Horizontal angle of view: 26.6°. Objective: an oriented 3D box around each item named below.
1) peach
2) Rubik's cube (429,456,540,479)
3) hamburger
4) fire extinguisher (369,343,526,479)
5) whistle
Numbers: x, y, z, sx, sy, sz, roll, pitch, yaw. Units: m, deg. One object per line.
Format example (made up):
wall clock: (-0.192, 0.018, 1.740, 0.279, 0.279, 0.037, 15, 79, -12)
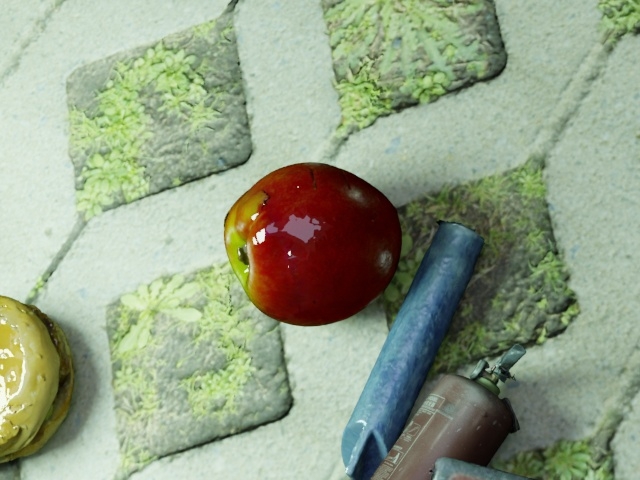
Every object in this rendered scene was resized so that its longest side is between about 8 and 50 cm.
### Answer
peach: (0.000, 0.000, 1.490, 0.197, 0.197, 0.197, -4, 68, 10)
Rubik's cube: (0.224, 0.398, 1.217, 0.305, 0.301, 0.303, 14, 72, 18)
hamburger: (-0.384, 0.161, 1.548, 0.214, 0.108, 0.213, -5, 70, 15)
fire extinguisher: (0.127, 0.224, 1.411, 0.105, 0.105, 0.269, 33, 78, 21)
whistle: (0.096, 0.122, 1.481, 0.062, 0.062, 0.304, 20, 75, 19)
